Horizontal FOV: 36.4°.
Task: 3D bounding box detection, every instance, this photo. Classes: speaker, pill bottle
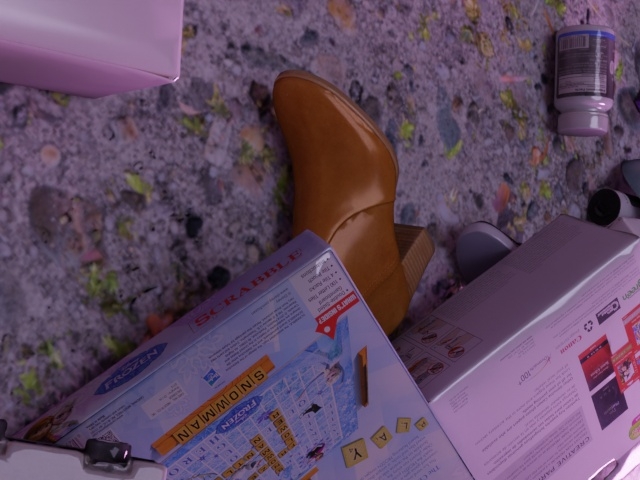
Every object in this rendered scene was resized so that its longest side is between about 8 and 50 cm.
[{"bbox_3d":[0.438,-0.037,1.379,0.136,0.055,0.055,11,82,-39],"label":"speaker"},{"bbox_3d":[0.349,-0.210,1.292,0.078,0.078,0.137,5,86,-40],"label":"pill bottle"}]

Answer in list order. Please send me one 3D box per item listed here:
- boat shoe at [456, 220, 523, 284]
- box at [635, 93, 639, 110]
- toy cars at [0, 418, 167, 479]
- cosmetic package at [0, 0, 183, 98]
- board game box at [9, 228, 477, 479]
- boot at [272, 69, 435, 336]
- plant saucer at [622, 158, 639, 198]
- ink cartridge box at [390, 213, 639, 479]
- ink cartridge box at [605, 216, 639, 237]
[{"bbox_3d":[0.247,0.044,1.205,0.228,0.080,0.076,44,42,-26],"label":"boat shoe"},{"bbox_3d":[0.609,-0.237,1.526,0.201,0.057,0.293,52,58,-26],"label":"box"},{"bbox_3d":[-0.301,0.238,0.691,0.394,0.087,0.176,-29,97,-23],"label":"toy cars"},{"bbox_3d":[-0.286,-0.232,0.704,0.365,0.155,0.197,8,84,-41],"label":"cosmetic package"},{"bbox_3d":[-0.052,0.207,0.866,0.319,0.066,0.318,-34,113,-7],"label":"board game box"},{"bbox_3d":[0.000,0.001,0.974,0.211,0.104,0.295,-54,125,-28],"label":"boot"},{"bbox_3d":[0.517,-0.062,1.376,0.195,0.037,0.195,24,33,-16],"label":"plant saucer"},{"bbox_3d":[0.244,0.172,1.104,0.309,0.130,0.272,-34,117,-18],"label":"ink cartridge box"},{"bbox_3d":[0.508,0.095,1.319,0.306,0.131,0.226,4,46,-42],"label":"ink cartridge box"}]
